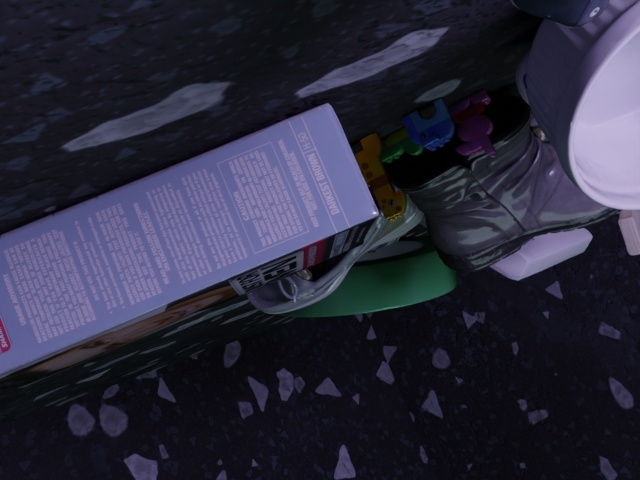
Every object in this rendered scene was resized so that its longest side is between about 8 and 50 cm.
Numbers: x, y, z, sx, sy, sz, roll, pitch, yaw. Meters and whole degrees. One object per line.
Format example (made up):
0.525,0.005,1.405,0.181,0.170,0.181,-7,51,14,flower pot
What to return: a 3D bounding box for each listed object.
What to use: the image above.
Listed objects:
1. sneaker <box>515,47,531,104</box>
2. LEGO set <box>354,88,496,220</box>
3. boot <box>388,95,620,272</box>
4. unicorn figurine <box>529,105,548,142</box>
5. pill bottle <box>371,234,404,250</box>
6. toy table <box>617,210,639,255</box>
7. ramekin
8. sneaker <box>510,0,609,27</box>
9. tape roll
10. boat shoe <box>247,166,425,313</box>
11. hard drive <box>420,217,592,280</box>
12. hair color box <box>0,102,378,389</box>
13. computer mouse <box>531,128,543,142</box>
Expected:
0.299,-0.175,0.909,0.292,0.110,0.118,-19,180,-31,sneaker
0.091,-0.076,0.974,0.227,0.093,0.087,-26,172,18,LEGO set
0.264,-0.099,1.082,0.338,0.118,0.223,-32,142,2,boot
0.308,-0.167,1.174,0.162,0.060,0.111,10,149,-42,unicorn figurine
0.094,-0.020,1.486,0.120,0.067,0.067,-15,169,-48,pill bottle
0.529,-0.114,1.578,0.274,0.252,0.161,-28,-175,34,toy table
0.267,-0.137,0.728,0.207,0.109,0.207,-12,132,-14,ramekin
0.175,-0.185,0.422,0.226,0.086,0.163,-13,161,-4,sneaker
0.066,0.056,1.495,0.321,0.077,0.321,-7,-173,1,tape roll
0.002,0.002,1.209,0.320,0.118,0.103,-33,163,32,boat shoe
0.298,-0.032,1.489,0.353,0.233,0.047,-12,131,-58,hard drive
-0.145,0.015,0.821,0.374,0.114,0.185,-22,173,-4,hair color box
0.371,-0.157,1.384,0.188,0.072,0.272,-39,174,38,computer mouse
